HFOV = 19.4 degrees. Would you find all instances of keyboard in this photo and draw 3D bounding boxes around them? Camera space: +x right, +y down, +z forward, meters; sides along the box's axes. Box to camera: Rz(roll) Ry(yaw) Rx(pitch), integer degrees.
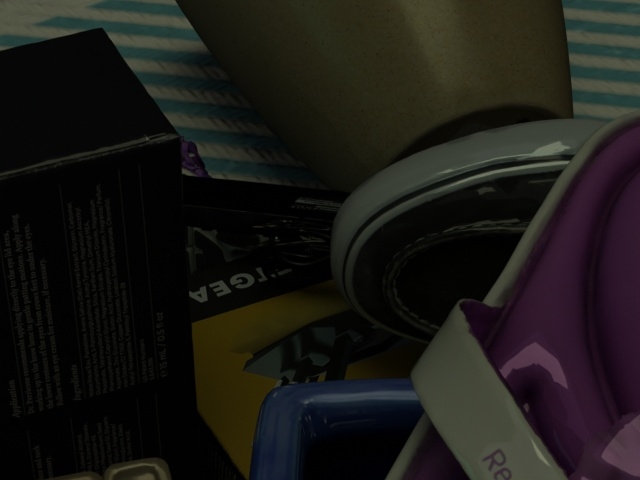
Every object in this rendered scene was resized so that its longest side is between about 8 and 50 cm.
[{"bbox_3d":[0.000,0.000,0.972,0.192,0.038,0.100,6,15,11],"label":"keyboard"}]

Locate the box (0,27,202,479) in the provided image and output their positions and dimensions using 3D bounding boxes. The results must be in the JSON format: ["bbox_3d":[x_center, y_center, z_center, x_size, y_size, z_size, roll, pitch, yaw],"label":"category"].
[{"bbox_3d":[-0.157,0.055,0.840,0.184,0.261,0.103,-17,41,-20],"label":"box"}]

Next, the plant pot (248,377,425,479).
[{"bbox_3d":[0.091,0.204,0.687,0.236,0.212,0.236,0,38,2],"label":"plant pot"}]

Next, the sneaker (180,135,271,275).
[{"bbox_3d":[-0.086,-0.036,1.114,0.170,0.068,0.071,31,42,34],"label":"sneaker"}]

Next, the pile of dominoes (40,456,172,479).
[{"bbox_3d":[-0.132,0.220,0.755,0.196,0.040,0.251,-9,54,-12],"label":"pile of dominoes"}]

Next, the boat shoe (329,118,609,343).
[{"bbox_3d":[0.171,0.026,0.851,0.335,0.121,0.119,3,35,1],"label":"boat shoe"}]

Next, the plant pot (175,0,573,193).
[{"bbox_3d":[0.041,-0.141,1.128,0.256,0.256,0.274,-12,55,-14],"label":"plant pot"}]

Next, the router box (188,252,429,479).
[{"bbox_3d":[0.086,0.078,0.951,0.309,0.081,0.243,-19,42,-22],"label":"router box"}]

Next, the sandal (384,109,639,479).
[{"bbox_3d":[0.098,0.064,0.609,0.169,0.102,0.416,7,39,10],"label":"sandal"}]
